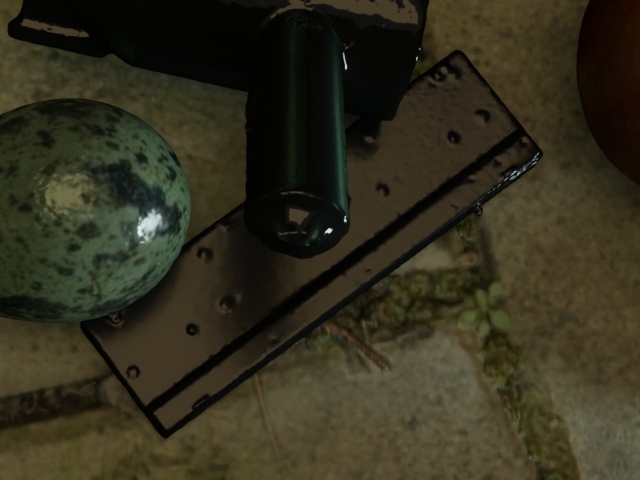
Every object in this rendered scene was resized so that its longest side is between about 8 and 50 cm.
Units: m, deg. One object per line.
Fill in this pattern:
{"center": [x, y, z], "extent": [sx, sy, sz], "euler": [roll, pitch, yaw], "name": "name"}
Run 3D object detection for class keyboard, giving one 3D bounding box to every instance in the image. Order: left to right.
{"center": [0.000, 0.000, 0.951], "extent": [0.310, 0.018, 0.101], "euler": [-37, 81, -12], "name": "keyboard"}

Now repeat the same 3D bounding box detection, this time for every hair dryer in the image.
{"center": [-0.060, -0.098, 0.837], "extent": [0.244, 0.116, 0.302], "euler": [9, 33, -8], "name": "hair dryer"}

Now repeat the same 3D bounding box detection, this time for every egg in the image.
{"center": [-0.162, -0.015, 0.883], "extent": [0.172, 0.132, 0.132], "euler": [-11, 78, 4], "name": "egg"}

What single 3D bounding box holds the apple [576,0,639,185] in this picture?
{"center": [0.285, -0.122, 0.896], "extent": [0.254, 0.253, 0.253], "euler": [1, 77, -5], "name": "apple"}
